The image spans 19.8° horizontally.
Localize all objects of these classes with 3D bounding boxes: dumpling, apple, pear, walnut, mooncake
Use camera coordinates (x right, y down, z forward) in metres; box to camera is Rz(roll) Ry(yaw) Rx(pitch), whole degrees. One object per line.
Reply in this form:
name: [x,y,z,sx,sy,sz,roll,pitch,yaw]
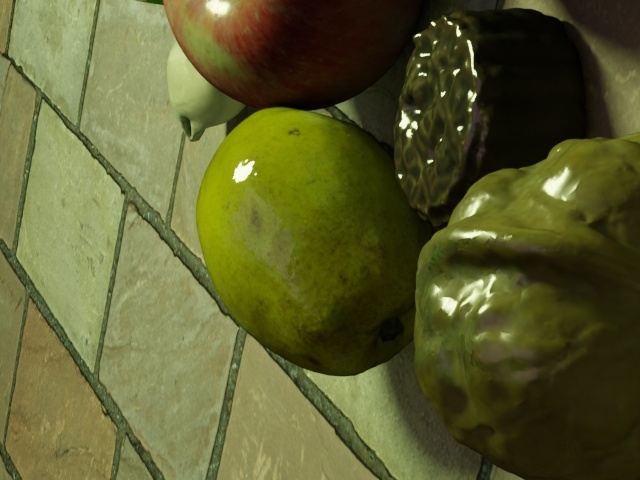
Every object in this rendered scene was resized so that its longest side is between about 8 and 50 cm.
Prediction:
dumpling: [-0.136,-0.232,2.426,0.151,0.124,0.229,-58,-4,-38]
apple: [-0.016,-0.311,2.036,0.345,0.269,0.345,11,105,45]
pear: [0.000,0.000,1.964,0.307,0.253,0.253,47,130,35]
walnut: [0.216,0.057,1.509,0.277,0.282,0.253,-5,121,57]
mooncake: [0.154,-0.118,1.800,0.228,0.124,0.228,-178,90,-65]

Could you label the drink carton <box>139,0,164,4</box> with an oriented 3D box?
drink carton: [-0.123,-0.354,2.223,0.108,0.271,0.161,-147,62,-65]
